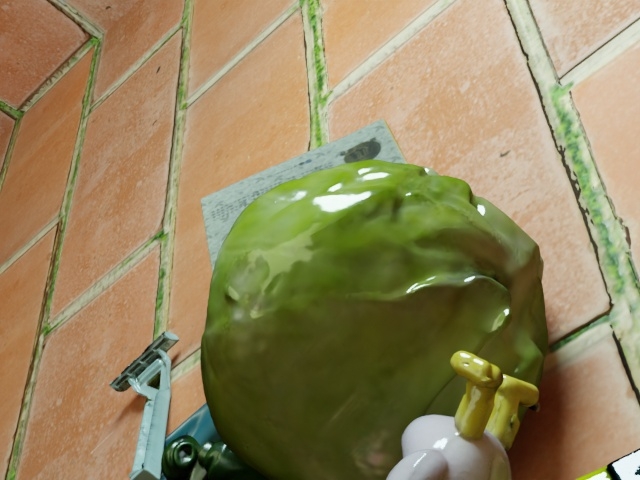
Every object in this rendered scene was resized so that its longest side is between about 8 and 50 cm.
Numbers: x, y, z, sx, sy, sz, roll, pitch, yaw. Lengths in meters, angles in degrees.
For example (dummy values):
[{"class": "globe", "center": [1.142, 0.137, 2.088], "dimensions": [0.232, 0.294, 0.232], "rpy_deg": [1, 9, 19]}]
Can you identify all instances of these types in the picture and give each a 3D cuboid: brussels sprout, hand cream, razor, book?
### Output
[{"class": "brussels sprout", "center": [0.036, 0.079, 0.981], "dimensions": [0.328, 0.328, 0.247], "rpy_deg": [-53, 7, 1]}, {"class": "hand cream", "center": [-0.150, 0.236, 1.311], "dimensions": [0.224, 0.048, 0.083], "rpy_deg": [-42, 29, 27]}, {"class": "razor", "center": [-0.213, 0.225, 1.371], "dimensions": [0.111, 0.056, 0.278], "rpy_deg": [-43, 24, 11]}, {"class": "book", "center": [0.000, 0.000, 1.263], "dimensions": [0.269, 0.032, 0.389], "rpy_deg": [-24, 34, 2]}]

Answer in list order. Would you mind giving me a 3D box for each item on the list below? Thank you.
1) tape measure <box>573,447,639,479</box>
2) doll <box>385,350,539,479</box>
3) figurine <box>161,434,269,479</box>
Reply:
[{"class": "tape measure", "center": [0.190, 0.246, 0.723], "dimensions": [0.186, 0.112, 0.199], "rpy_deg": [-22, 32, -1]}, {"class": "doll", "center": [0.075, 0.268, 0.804], "dimensions": [0.094, 0.160, 0.365], "rpy_deg": [7, 75, 34]}, {"class": "figurine", "center": [-0.118, 0.297, 1.087], "dimensions": [0.281, 0.167, 0.370], "rpy_deg": [-5, 46, 42]}]
